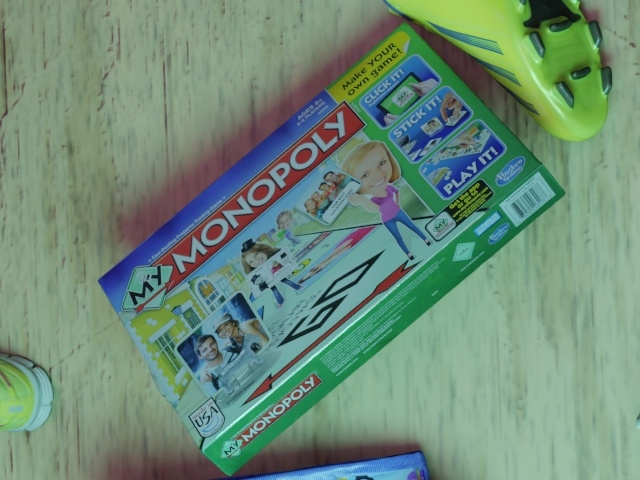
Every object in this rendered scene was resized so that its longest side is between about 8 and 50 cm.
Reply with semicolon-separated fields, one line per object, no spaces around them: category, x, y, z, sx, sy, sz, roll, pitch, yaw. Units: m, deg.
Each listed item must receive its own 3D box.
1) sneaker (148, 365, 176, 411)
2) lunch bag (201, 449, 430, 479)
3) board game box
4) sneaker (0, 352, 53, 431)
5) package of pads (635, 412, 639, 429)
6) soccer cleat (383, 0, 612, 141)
sneaker;-0.028;0.027;1.524;0.279;0.107;0.118;-35;68;10
lunch bag;-0.021;0.291;1.520;0.293;0.138;0.221;-8;87;5
board game box;0.000;0.000;1.443;0.317;0.046;0.213;-40;46;2
sneaker;-0.333;0.110;1.616;0.208;0.094;0.081;11;96;17
package of pads;0.408;0.102;1.371;0.296;0.101;0.229;30;99;26
soccer cleat;0.115;-0.187;1.496;0.289;0.093;0.121;53;134;5
